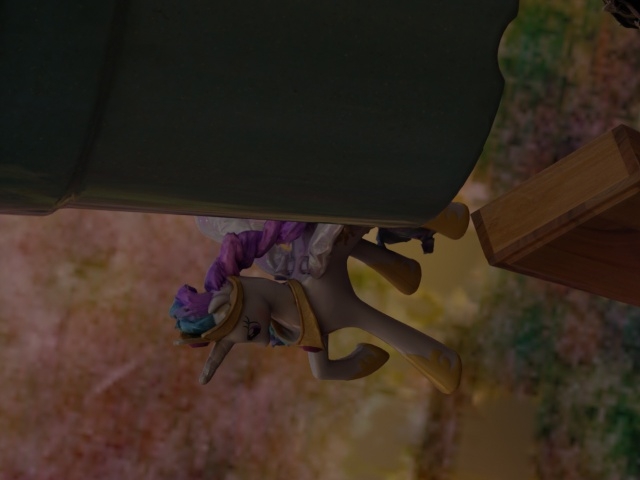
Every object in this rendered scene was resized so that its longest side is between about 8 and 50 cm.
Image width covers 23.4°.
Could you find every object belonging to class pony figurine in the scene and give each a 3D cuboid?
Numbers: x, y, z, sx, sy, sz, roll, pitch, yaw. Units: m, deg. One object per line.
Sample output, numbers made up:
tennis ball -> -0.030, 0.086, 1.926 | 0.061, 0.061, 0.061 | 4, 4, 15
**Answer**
pony figurine -> 0.000, 0.000, 1.723 | 0.303, 0.364, 0.350 | -7, 76, 51

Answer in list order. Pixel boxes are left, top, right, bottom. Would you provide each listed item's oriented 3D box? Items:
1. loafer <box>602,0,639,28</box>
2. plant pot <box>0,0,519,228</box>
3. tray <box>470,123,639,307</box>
loafer -> 0.311, -0.235, 1.422 | 0.302, 0.109, 0.095 | 82, -169, -81
plant pot -> -0.073, -0.153, 0.999 | 0.341, 0.334, 0.341 | -171, 90, -72
tray -> 0.376, -0.011, 1.786 | 0.411, 0.203, 0.076 | 16, -130, -49
